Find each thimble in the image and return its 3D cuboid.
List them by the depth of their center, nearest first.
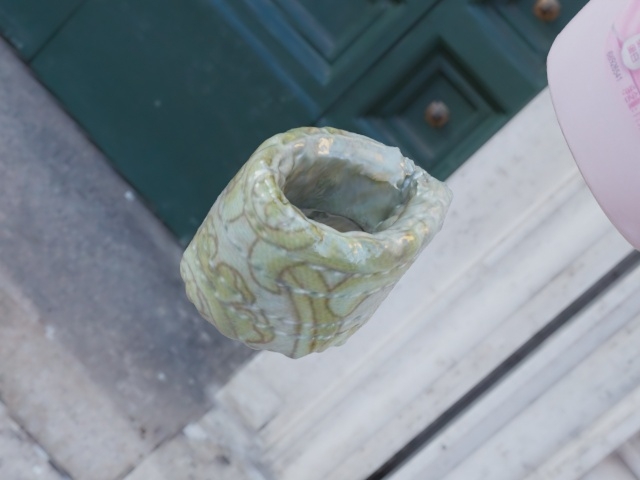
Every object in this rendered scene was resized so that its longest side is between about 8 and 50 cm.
[{"bbox_3d":[0.000,0.000,1.131,0.191,0.143,0.137,-6,53,-38],"label":"thimble"}]

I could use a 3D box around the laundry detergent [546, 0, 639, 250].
[{"bbox_3d":[0.260,-0.117,0.673,0.088,0.335,0.159,-9,73,-47],"label":"laundry detergent"}]
